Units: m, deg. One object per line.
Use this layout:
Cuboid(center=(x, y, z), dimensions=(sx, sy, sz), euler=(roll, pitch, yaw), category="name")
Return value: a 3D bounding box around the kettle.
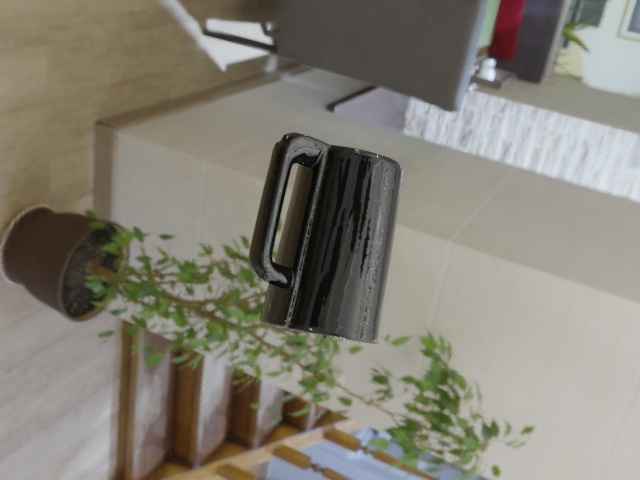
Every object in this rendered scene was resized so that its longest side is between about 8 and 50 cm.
Cuboid(center=(-0.003, 0.001, 1.286), dimensions=(0.203, 0.262, 0.307), euler=(176, -75, -71), category="kettle")
